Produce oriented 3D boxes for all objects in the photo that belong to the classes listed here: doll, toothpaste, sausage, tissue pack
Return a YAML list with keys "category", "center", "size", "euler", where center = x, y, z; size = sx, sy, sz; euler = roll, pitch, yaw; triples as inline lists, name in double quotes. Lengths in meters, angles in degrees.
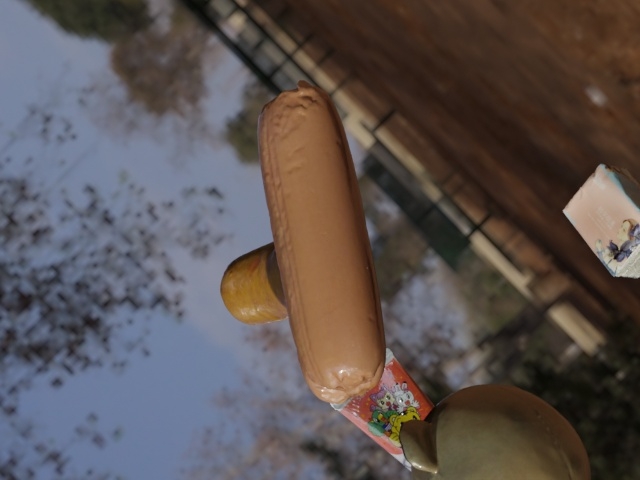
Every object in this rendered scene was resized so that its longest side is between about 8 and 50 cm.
- category: "doll"
  center: [0.216, 0.289, 1.625]
  size: [0.235, 0.174, 0.330]
  euler: [-13, -117, -47]
- category: "toothpaste"
  center: [0.115, 0.225, 1.845]
  size: [0.234, 0.089, 0.057]
  euler: [46, 176, -18]
- category: "sausage"
  center: [-0.024, 0.045, 1.928]
  size: [0.109, 0.109, 0.270]
  euler: [44, 159, -15]
- category: "sausage"
  center: [0.000, -0.001, 1.446]
  size: [0.086, 0.086, 0.289]
  euler: [32, -134, -65]
- category: "tissue pack"
  center: [0.292, -0.020, 1.608]
  size: [0.058, 0.074, 0.094]
  euler: [1, -137, -46]
